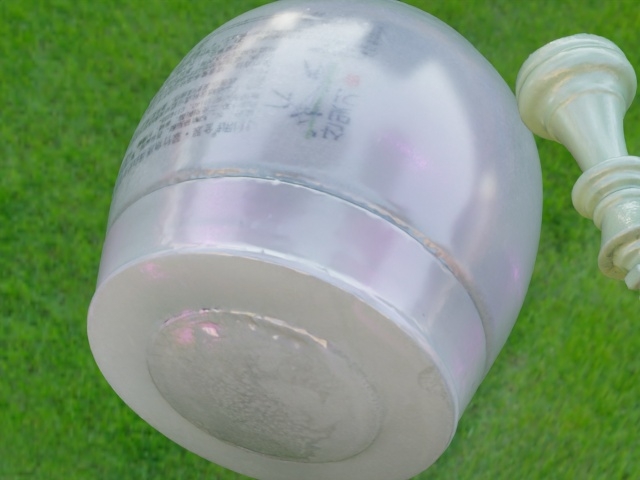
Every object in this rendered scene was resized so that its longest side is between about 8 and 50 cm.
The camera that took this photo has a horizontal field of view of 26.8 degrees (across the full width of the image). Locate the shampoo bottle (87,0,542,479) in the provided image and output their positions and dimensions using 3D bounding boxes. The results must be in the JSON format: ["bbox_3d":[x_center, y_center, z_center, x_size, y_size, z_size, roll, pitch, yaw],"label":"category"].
[{"bbox_3d":[0.000,0.000,0.863,0.273,0.273,0.266,17,52,2],"label":"shampoo bottle"}]

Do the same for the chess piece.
[{"bbox_3d":[0.136,-0.026,0.621,0.059,0.059,0.149,-2,51,-15],"label":"chess piece"}]
